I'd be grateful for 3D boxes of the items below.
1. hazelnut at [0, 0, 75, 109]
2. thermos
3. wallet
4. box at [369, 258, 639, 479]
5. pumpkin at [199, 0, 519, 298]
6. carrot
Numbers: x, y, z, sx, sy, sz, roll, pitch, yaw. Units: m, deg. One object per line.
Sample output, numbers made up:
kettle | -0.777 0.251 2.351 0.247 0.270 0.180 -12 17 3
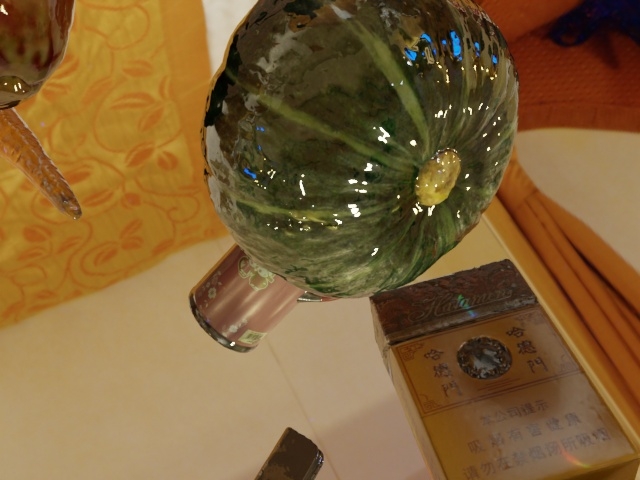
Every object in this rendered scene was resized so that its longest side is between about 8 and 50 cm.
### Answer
hazelnut | -0.294 -0.207 0.583 0.217 0.217 0.251 -18 177 -29
thermos | -0.006 -0.004 0.841 0.330 0.136 0.109 -46 140 18
wallet | -0.055 0.276 0.757 0.018 0.082 0.157 40 76 -28
box | 0.253 0.221 1.105 0.264 0.415 0.116 -14 131 -3
pumpkin | 0.025 -0.066 0.448 0.211 0.152 0.212 -31 139 -32
carrot | -0.365 -0.111 0.870 0.061 0.256 0.061 -39 155 -22
